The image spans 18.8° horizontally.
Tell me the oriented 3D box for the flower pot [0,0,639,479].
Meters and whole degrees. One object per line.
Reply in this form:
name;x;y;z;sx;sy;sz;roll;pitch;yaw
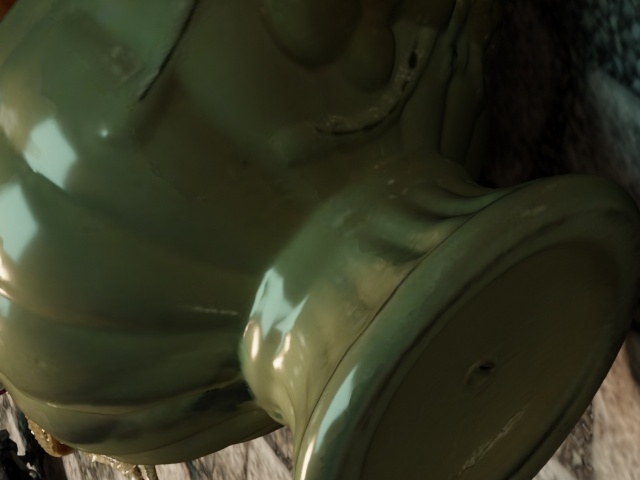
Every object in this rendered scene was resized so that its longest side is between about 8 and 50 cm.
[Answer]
flower pot;0.000;0.000;0.902;0.244;0.307;0.307;39;141;28

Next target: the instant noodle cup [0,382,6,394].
instant noodle cup;-0.364;0.035;1.753;0.190;0.251;0.251;19;122;50

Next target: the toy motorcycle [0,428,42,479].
toy motorcycle;-0.307;0.284;1.925;0.159;0.106;0.270;20;133;66

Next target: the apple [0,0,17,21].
apple;-0.219;-0.125;1.445;0.146;0.146;0.131;103;149;-47

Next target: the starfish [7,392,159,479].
starfish;-0.193;0.087;1.584;0.293;0.084;0.301;21;127;56
